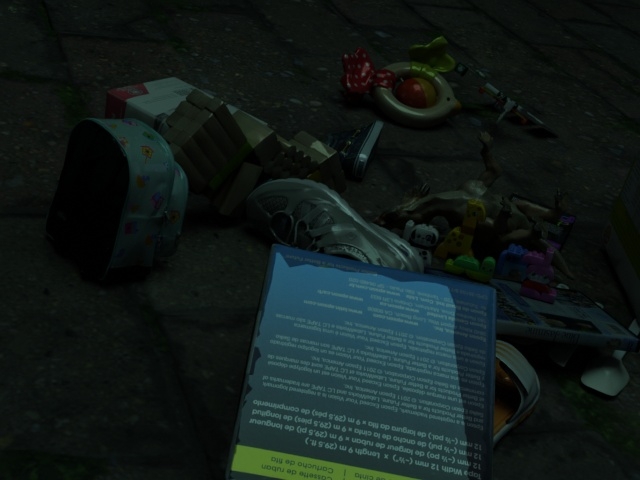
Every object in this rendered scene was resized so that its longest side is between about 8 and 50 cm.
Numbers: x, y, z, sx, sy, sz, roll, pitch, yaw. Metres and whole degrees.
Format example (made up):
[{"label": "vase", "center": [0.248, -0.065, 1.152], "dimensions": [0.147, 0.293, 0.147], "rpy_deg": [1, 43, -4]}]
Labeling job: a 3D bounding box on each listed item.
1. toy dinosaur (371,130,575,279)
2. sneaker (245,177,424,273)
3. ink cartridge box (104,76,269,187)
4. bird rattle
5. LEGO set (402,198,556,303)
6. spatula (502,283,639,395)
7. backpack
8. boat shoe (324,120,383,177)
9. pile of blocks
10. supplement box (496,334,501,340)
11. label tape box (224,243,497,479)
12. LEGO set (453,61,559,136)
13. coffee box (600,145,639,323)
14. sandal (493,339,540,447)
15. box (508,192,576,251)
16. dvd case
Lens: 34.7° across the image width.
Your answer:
[{"label": "toy dinosaur", "center": [0.243, -0.027, 1.544], "dimensions": [0.296, 0.200, 0.127], "rpy_deg": [31, 49, -17]}, {"label": "sneaker", "center": [0.000, 0.000, 1.392], "dimensions": [0.281, 0.105, 0.115], "rpy_deg": [26, 36, 28]}, {"label": "ink cartridge box", "center": [-0.214, -0.173, 1.632], "dimensions": [0.218, 0.092, 0.159], "rpy_deg": [28, 31, 29]}, {"label": "bird rattle", "center": [0.168, -0.308, 2.026], "dimensions": [0.254, 0.143, 0.207], "rpy_deg": [-11, 53, -33]}, {"label": "LEGO set", "center": [0.223, 0.000, 1.408], "dimensions": [0.227, 0.093, 0.087], "rpy_deg": [16, 18, 10]}, {"label": "spatula", "center": [0.358, 0.129, 1.407], "dimensions": [0.168, 0.019, 0.242], "rpy_deg": [25, 26, 22]}, {"label": "backpack", "center": [-0.254, -0.063, 1.305], "dimensions": [0.144, 0.188, 0.166], "rpy_deg": [-12, 36, -39]}, {"label": "boat shoe", "center": [0.055, -0.171, 1.774], "dimensions": [0.083, 0.065, 0.183], "rpy_deg": [18, 29, 6]}, {"label": "pile of blocks", "center": [-0.113, -0.118, 1.510], "dimensions": [0.113, 0.149, 0.362], "rpy_deg": [34, 11, 38]}, {"label": "supplement box", "center": [0.183, 0.110, 1.337], "dimensions": [0.099, 0.036, 0.062], "rpy_deg": [13, 25, -1]}, {"label": "label tape box", "center": [0.040, 0.188, 1.022], "dimensions": [0.249, 0.115, 0.347], "rpy_deg": [12, 53, -3]}, {"label": "LEGO set", "center": [0.361, -0.280, 2.085], "dimensions": [0.244, 0.060, 0.182], "rpy_deg": [23, 18, -49]}, {"label": "coffee box", "center": [0.651, -0.024, 1.468], "dimensions": [0.338, 0.334, 0.338], "rpy_deg": [13, 28, -5]}, {"label": "sandal", "center": [0.195, 0.173, 1.185], "dimensions": [0.102, 0.076, 0.265], "rpy_deg": [24, 29, 18]}, {"label": "box", "center": [0.344, -0.022, 1.666], "dimensions": [0.116, 0.029, 0.162], "rpy_deg": [23, 30, 15]}, {"label": "dvd case", "center": [0.271, 0.090, 1.356], "dimensions": [0.253, 0.022, 0.180], "rpy_deg": [9, 16, -16]}]
